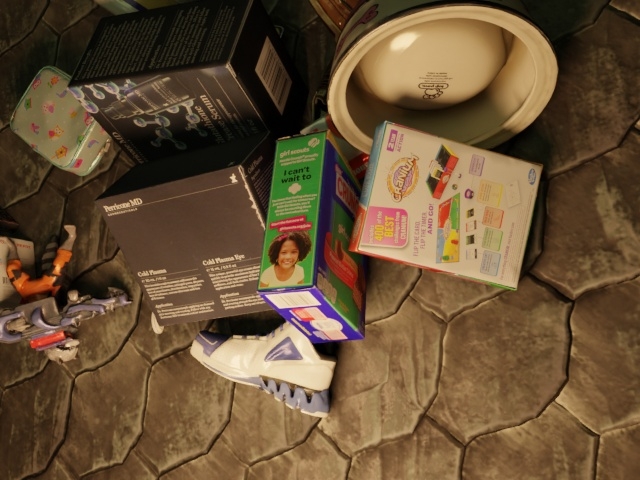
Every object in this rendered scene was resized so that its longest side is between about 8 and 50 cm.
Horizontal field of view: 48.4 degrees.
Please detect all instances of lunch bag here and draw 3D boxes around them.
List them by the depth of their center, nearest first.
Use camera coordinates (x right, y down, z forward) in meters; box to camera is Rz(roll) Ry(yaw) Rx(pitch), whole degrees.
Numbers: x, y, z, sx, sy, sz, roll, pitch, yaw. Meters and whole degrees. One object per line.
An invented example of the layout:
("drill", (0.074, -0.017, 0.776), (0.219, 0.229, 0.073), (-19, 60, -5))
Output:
("lunch bag", (-0.642, -0.309, 1.820), (0.279, 0.108, 0.224), (34, 93, 24))

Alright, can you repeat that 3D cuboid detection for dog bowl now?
("dog bowl", (0.209, -0.318, 1.296), (0.407, 0.408, 0.151), (-17, 57, 21))

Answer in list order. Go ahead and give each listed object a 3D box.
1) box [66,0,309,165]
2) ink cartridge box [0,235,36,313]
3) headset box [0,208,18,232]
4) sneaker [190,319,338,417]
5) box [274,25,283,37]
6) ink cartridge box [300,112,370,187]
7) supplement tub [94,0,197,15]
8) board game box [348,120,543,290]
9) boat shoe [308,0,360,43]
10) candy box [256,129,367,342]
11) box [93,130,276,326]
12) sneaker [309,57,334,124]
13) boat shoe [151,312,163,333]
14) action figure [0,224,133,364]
("box", (-0.272, -0.324, 1.524), (0.395, 0.293, 0.212), (-1, 58, 25))
("ink cartridge box", (-0.818, 0.091, 1.819), (0.127, 0.128, 0.176), (-16, 74, 21))
("headset box", (-0.851, -0.054, 1.895), (0.083, 0.062, 0.032), (39, 98, 24))
("sneaker", (-0.093, 0.223, 1.483), (0.315, 0.127, 0.182), (20, 86, 19))
("box", (-0.192, -0.453, 1.680), (0.225, 0.036, 0.137), (20, 90, 27))
("ink cartridge box", (0.063, -0.188, 1.480), (0.145, 0.045, 0.179), (-30, 93, 17))
("supplement tub", (-0.354, -0.643, 1.673), (0.241, 0.241, 0.331), (35, 96, 25))
("board game box", (0.231, -0.061, 1.311), (0.316, 0.064, 0.242), (14, 86, -11))
("boat shoe", (0.055, -0.492, 1.545), (0.104, 0.110, 0.307), (-35, 79, 11))
("candy box", (0.000, 0.000, 1.348), (0.122, 0.268, 0.317), (-7, 62, 20))
("box", (-0.220, -0.018, 1.458), (0.343, 0.179, 0.313), (-10, 117, 22))
("sneaker", (0.021, -0.315, 1.541), (0.066, 0.071, 0.189), (9, 85, 25))
("boat shoe", (-0.367, 0.166, 1.656), (0.035, 0.035, 0.100), (-7, 72, 26))
("action figure", (-0.624, 0.134, 1.742), (0.341, 0.178, 0.331), (-8, 84, -5))
